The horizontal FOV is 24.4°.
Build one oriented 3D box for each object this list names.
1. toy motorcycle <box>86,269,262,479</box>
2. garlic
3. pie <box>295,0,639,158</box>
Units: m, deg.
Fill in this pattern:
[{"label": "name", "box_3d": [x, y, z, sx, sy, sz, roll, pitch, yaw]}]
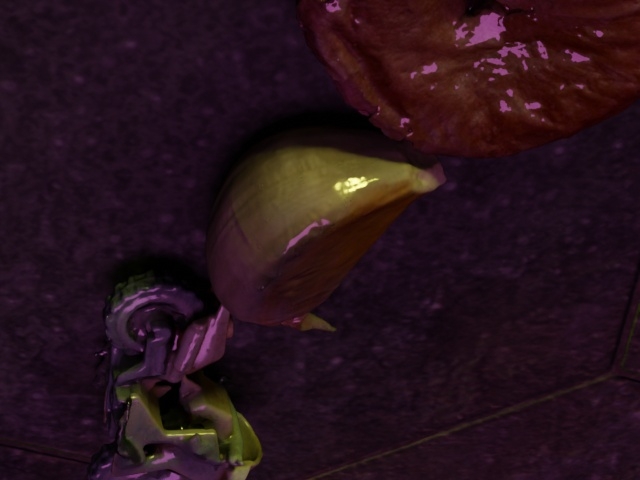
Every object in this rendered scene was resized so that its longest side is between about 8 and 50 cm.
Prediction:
[{"label": "toy motorcycle", "box_3d": [-0.098, 0.109, 1.064, 0.130, 0.094, 0.229, 1, 129, -14]}, {"label": "garlic", "box_3d": [-0.011, 0.006, 0.941, 0.128, 0.090, 0.198, -1, 139, -25]}, {"label": "pie", "box_3d": [0.101, -0.124, 0.807, 0.219, 0.054, 0.204, -26, 136, 26]}]
